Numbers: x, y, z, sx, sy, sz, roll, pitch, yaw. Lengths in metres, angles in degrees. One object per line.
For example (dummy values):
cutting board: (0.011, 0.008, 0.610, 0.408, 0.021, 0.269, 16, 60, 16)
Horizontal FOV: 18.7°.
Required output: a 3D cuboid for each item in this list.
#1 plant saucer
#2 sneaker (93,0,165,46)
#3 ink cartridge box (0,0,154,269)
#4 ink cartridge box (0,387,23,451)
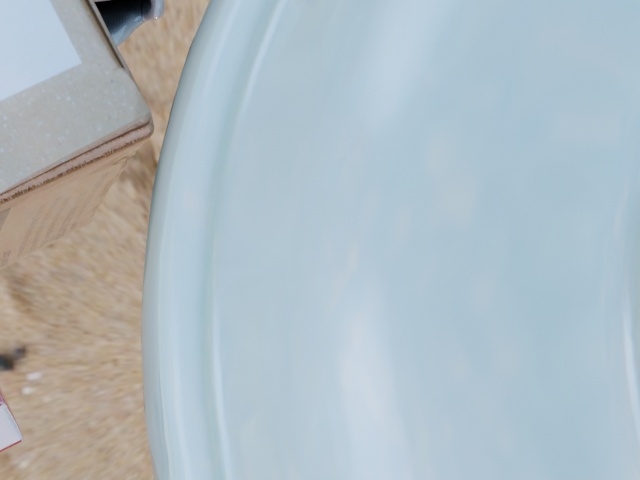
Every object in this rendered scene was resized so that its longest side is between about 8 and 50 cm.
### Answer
plant saucer: (0.161, 0.022, 0.471, 0.400, 0.100, 0.400, 2, 85, -17)
sneaker: (-0.223, -0.186, 1.437, 0.229, 0.132, 0.086, -4, 124, -10)
ink cartridge box: (-0.157, -0.104, 0.663, 0.088, 0.193, 0.234, -27, 88, -14)
ink cartridge box: (-0.303, 0.116, 1.512, 0.099, 0.056, 0.135, -26, 49, -8)
